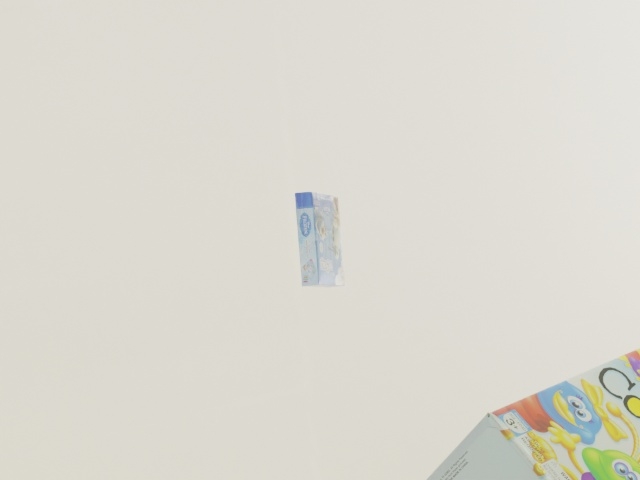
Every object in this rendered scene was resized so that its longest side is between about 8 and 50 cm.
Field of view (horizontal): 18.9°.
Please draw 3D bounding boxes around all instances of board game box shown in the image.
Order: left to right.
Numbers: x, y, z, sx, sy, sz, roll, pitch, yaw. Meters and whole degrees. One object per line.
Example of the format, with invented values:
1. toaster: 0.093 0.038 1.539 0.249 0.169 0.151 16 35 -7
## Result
1. board game box: 0.000 0.000 1.861 0.090 0.020 0.090 5 80 -73
2. board game box: 0.216 0.211 1.626 0.142 0.275 0.144 50 -57 18
